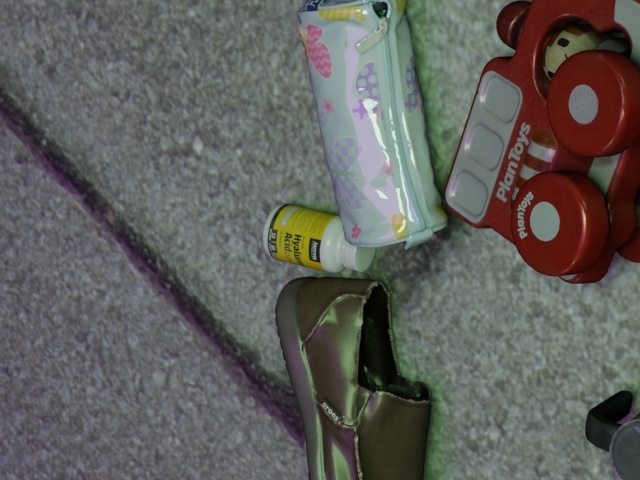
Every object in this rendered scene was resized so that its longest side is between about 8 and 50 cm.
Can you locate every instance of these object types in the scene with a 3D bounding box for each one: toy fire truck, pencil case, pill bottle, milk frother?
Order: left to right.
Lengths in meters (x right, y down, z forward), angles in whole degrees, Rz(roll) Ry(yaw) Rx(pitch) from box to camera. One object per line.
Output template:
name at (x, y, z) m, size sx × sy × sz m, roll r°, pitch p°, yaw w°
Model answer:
pill bottle at (0.000, 0.000, 2.096) m, size 0.116 × 0.065 × 0.065 m, roll 12°, pitch 111°, yaw 29°
pencil case at (0.059, -0.130, 1.987) m, size 0.124 × 0.113 × 0.273 m, roll 3°, pitch 108°, yaw 50°
toy fire truck at (0.242, -0.115, 1.860) m, size 0.254 × 0.169 × 0.302 m, roll 37°, pitch 122°, yaw 40°
milk frother at (0.338, 0.223, 1.904) m, size 0.129 × 0.134 × 0.143 m, roll -2°, pitch 103°, yaw 34°

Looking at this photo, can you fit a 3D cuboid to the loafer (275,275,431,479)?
loafer at (0.057, 0.206, 2.069) m, size 0.130 × 0.134 × 0.366 m, roll -19°, pitch 88°, yaw 30°
